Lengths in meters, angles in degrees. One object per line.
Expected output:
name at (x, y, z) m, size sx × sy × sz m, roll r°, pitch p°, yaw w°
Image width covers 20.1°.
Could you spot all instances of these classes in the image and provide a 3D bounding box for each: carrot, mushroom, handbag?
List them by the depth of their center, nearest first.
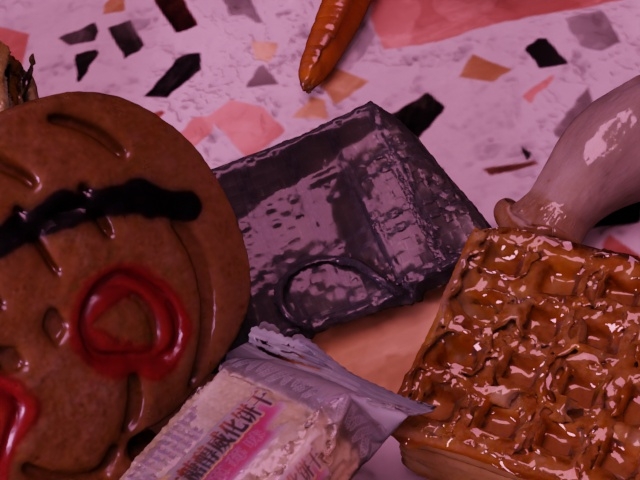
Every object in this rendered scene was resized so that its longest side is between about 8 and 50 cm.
mushroom at (0.237, -0.061, 1.474) m, size 0.212 × 0.088 × 0.097 m, roll -43°, pitch 88°, yaw -14°
handbag at (0.000, 0.000, 1.488) m, size 0.270 × 0.088 × 0.175 m, roll -22°, pitch 58°, yaw -5°
carrot at (0.028, -0.249, 1.691) m, size 0.066 × 0.062 × 0.271 m, roll 17°, pitch 55°, yaw -16°

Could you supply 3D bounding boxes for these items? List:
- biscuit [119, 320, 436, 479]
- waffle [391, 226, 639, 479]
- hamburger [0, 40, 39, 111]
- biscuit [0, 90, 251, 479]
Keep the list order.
biscuit at (-0.083, 0.189, 1.291) m, size 0.309 × 0.079 × 0.186 m, roll -46°, pitch 40°, yaw -20°
waffle at (0.223, 0.115, 1.333) m, size 0.308 × 0.091 × 0.213 m, roll 15°, pitch 57°, yaw 23°
hamburger at (-0.330, -0.084, 1.614) m, size 0.183 × 0.130 × 0.206 m, roll -8°, pitch 70°, yaw 9°
biscuit at (-0.209, 0.069, 1.329) m, size 0.367 × 0.314 × 0.063 m, roll -36°, pitch 19°, yaw -23°
